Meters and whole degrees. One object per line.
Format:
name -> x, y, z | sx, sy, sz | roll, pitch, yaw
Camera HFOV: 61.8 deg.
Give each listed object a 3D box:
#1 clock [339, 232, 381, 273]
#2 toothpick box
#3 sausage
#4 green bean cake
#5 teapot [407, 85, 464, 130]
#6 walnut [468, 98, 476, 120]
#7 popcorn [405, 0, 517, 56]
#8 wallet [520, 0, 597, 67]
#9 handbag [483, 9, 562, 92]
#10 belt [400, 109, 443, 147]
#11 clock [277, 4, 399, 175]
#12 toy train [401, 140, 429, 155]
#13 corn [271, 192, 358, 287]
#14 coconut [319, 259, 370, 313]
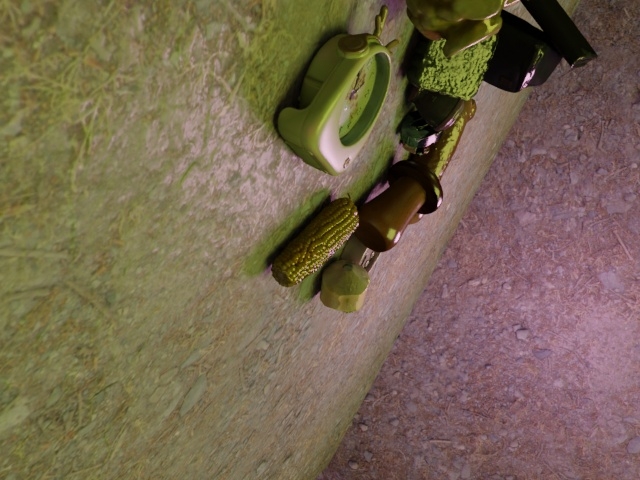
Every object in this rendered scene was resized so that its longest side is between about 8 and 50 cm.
clock -> 0.137, 0.036, 1.719 | 0.197, 0.068, 0.197 | -49, 157, -29
toothpick box -> 0.233, -0.107, 1.593 | 0.294, 0.192, 0.192 | -45, 156, -25
sausage -> 0.373, -0.277, 1.783 | 0.136, 0.123, 0.501 | -23, 137, -63
green bean cake -> 0.326, -0.458, 1.335 | 0.094, 0.185, 0.183 | -111, -145, -63
teapot -> 0.318, -0.392, 1.456 | 0.148, 0.146, 0.116 | -55, -171, -4
walnut -> 0.484, -0.453, 1.847 | 0.124, 0.105, 0.105 | -43, 154, -39
popcorn -> 0.292, -0.553, 1.067 | 0.292, 0.294, 0.334 | -15, -159, 50
wallet -> 0.597, -0.642, 1.443 | 0.062, 0.406, 0.228 | -38, 172, 35
handbag -> 0.496, -0.529, 1.494 | 0.275, 0.302, 0.178 | -33, 153, -49
belt -> 0.295, -0.327, 1.542 | 0.140, 0.105, 0.058 | -28, 156, -12
clock -> 0.052, -0.288, 1.024 | 0.308, 0.096, 0.235 | -60, 159, -3
toy train -> 0.308, -0.325, 1.614 | 0.138, 0.087, 0.050 | -62, 168, -5
corn -> 0.000, 0.000, 1.289 | 0.310, 0.101, 0.101 | -49, 157, -34
coconut -> 0.072, 0.131, 1.591 | 0.147, 0.147, 0.153 | -44, 157, -38
